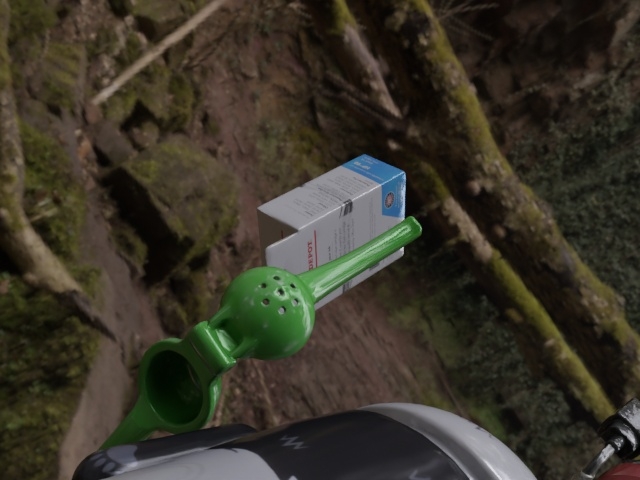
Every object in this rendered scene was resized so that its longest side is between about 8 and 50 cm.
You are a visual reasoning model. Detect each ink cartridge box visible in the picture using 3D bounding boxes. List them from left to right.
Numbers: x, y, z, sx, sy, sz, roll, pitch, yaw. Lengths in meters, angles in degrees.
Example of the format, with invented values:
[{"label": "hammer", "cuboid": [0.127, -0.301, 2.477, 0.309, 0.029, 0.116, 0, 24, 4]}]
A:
[{"label": "ink cartridge box", "cuboid": [0.000, 0.000, 0.785, 0.060, 0.180, 0.104, 31, -44, 38]}]

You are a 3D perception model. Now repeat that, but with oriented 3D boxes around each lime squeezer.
[{"label": "lime squeezer", "cuboid": [-0.062, 0.068, 0.499, 0.059, 0.310, 0.110, 51, -6, -2]}]

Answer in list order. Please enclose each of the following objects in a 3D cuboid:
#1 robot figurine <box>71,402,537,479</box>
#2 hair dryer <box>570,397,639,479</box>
[{"label": "robot figurine", "cuboid": [-0.014, 0.170, 0.345, 0.173, 0.278, 0.209, -33, -110, 45]}, {"label": "hair dryer", "cuboid": [0.172, 0.238, 0.527, 0.080, 0.224, 0.293, 27, 15, 20]}]
